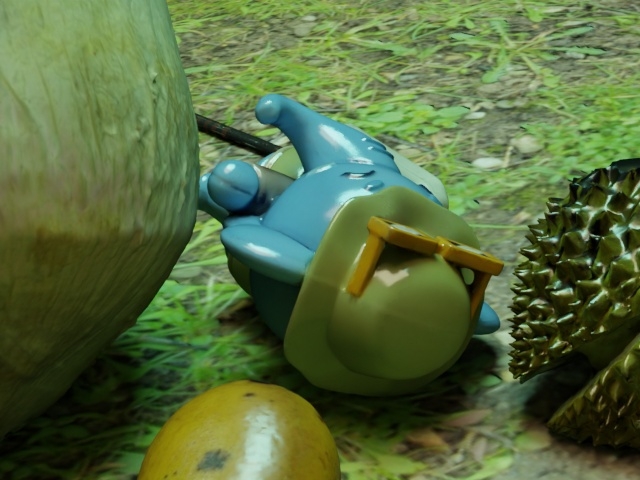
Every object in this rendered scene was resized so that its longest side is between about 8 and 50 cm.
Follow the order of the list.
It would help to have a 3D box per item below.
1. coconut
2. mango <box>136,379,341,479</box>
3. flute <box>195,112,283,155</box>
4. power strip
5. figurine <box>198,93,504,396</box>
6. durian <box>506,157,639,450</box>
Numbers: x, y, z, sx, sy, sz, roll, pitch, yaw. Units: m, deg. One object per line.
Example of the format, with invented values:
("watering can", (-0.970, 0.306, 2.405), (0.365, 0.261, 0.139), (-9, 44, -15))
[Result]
("coconut", (-0.264, -0.041, 0.890), (0.404, 0.405, 0.405), (-5, 27, 3))
("mango", (-0.049, 0.145, 0.744), (0.115, 0.090, 0.178), (-10, 28, 19))
("flute", (-0.087, -0.100, 1.310), (0.014, 0.014, 0.269), (-26, 33, -33))
("power strip", (0.046, -0.052, 1.150), (0.030, 0.048, 0.191), (-14, 29, -24))
("figurine", (-0.001, 0.004, 0.931), (0.154, 0.180, 0.262), (-48, 46, -11))
("durian", (0.223, 0.017, 0.881), (0.193, 0.138, 0.237), (8, 30, 26))
